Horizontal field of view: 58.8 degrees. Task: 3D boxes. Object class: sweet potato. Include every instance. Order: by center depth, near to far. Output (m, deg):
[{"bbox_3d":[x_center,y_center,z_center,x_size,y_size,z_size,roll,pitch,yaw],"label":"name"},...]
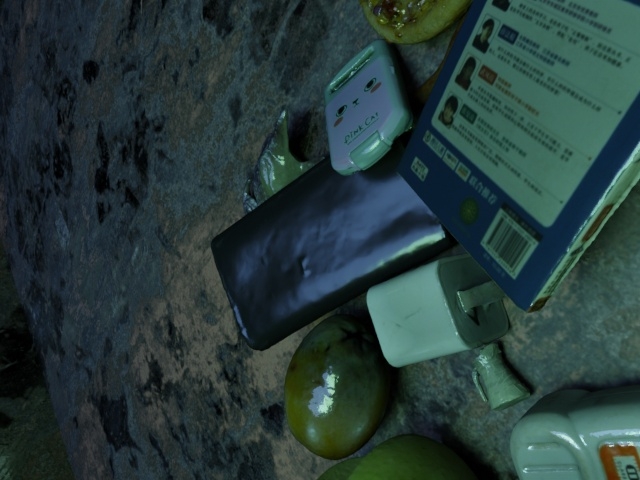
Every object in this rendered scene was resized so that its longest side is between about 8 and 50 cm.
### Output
[{"bbox_3d":[0.201,-0.268,0.759,0.255,0.058,0.078,-56,41,37],"label":"sweet potato"}]

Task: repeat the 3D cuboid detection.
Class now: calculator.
[{"bbox_3d":[0.065,-0.201,0.845,0.141,0.045,0.246,-36,40,32],"label":"calculator"}]

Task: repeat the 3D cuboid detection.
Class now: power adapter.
[{"bbox_3d":[0.185,0.085,0.768,0.204,0.130,0.125,-28,75,43],"label":"power adapter"}]

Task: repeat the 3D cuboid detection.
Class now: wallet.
[{"bbox_3d":[0.001,0.000,0.923,0.406,0.062,0.229,-32,71,26],"label":"wallet"}]

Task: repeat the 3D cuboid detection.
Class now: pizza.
[{"bbox_3d":[0.119,-0.339,0.799,0.246,0.058,0.127,48,134,46],"label":"pizza"}]

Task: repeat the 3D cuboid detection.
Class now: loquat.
[{"bbox_3d":[0.028,0.232,0.915,0.179,0.179,0.228,16,93,44],"label":"loquat"}]

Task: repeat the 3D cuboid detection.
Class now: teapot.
[{"bbox_3d":[0.240,0.188,0.781,0.067,0.057,0.083,-43,58,37],"label":"teapot"}]

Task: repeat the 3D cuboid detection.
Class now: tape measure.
[{"bbox_3d":[0.350,0.296,0.631,0.265,0.130,0.258,-21,83,40],"label":"tape measure"}]

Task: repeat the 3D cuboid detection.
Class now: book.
[{"bbox_3d":[0.242,-0.178,0.605,0.300,0.039,0.428,59,136,44],"label":"book"}]

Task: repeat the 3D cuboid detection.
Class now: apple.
[{"bbox_3d":[0.104,0.426,0.809,0.291,0.254,0.292,13,109,41],"label":"apple"}]

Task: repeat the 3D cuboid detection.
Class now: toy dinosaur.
[{"bbox_3d":[-0.079,-0.099,1.053,0.162,0.077,0.294,53,131,18],"label":"toy dinosaur"}]
